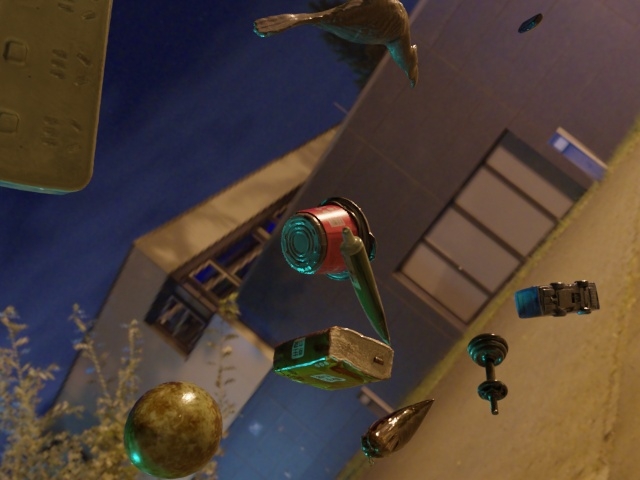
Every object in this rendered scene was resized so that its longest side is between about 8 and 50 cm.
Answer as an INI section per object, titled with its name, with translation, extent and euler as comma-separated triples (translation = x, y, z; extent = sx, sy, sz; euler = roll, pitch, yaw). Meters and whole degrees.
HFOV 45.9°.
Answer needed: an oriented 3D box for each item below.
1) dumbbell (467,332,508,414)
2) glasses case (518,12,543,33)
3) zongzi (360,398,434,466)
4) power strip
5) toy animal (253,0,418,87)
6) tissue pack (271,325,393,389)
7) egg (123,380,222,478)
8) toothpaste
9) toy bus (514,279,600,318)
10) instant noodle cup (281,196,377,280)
[dumbbell]
translation = 0.445, 0.348, 1.978
extent = 0.110, 0.110, 0.254
euler = -56, 16, 38
[glasses case]
translation = 0.504, -0.516, 1.807
extent = 0.033, 0.023, 0.083
euler = -55, 11, -10
[zongzi]
translation = 0.178, 0.420, 1.711
extent = 0.184, 0.084, 0.187
euler = -42, -17, 5
[power strip]
translation = -0.323, -0.188, 0.781
extent = 0.059, 0.193, 0.265
euler = -6, 78, 54
[toy animal]
translation = 0.072, -0.387, 1.243
extent = 0.367, 0.081, 0.206
euler = 6, -72, -41
[tissue pack]
translation = 0.025, 0.264, 1.672
extent = 0.226, 0.183, 0.092
euler = -22, 54, 51
[egg]
translation = -0.374, 0.480, 1.893
extent = 0.238, 0.238, 0.289
euler = -53, -8, 19
[toothpaste]
translation = 0.117, 0.118, 1.953
extent = 0.061, 0.099, 0.392
euler = -28, -52, -9
[toy bus]
translation = 0.542, 0.133, 1.721
extent = 0.236, 0.079, 0.094
euler = 1, -6, -42
[instant noodle cup]
translation = 0.000, 0.000, 2.273
extent = 0.181, 0.302, 0.258
euler = -6, -84, -46
